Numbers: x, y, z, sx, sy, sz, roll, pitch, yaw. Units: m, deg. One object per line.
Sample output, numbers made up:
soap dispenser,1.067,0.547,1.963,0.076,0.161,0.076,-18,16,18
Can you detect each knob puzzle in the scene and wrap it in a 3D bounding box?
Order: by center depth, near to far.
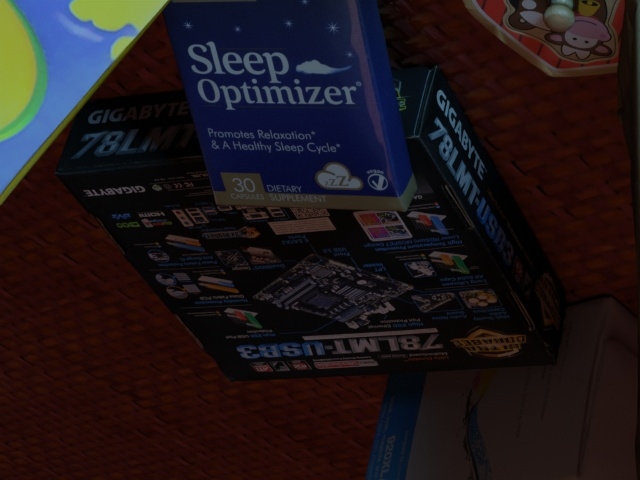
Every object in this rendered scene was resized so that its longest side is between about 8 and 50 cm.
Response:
knob puzzle,0.160,-0.150,1.014,0.213,0.030,0.213,10,149,6

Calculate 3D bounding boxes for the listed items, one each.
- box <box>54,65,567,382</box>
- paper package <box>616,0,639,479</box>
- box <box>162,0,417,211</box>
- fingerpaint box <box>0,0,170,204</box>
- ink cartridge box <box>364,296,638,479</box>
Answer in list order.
box,0.000,0.000,1.282,0.295,0.073,0.293,-5,144,28
paper package,0.324,0.007,0.907,0.325,0.309,0.168,-1,147,9
box,-0.025,-0.118,1.070,0.136,0.036,0.225,2,126,23
fingerpaint box,-0.285,-0.200,0.749,0.445,0.163,0.371,41,175,-11
ink cartridge box,0.182,0.177,1.397,0.232,0.168,0.171,-20,134,43
